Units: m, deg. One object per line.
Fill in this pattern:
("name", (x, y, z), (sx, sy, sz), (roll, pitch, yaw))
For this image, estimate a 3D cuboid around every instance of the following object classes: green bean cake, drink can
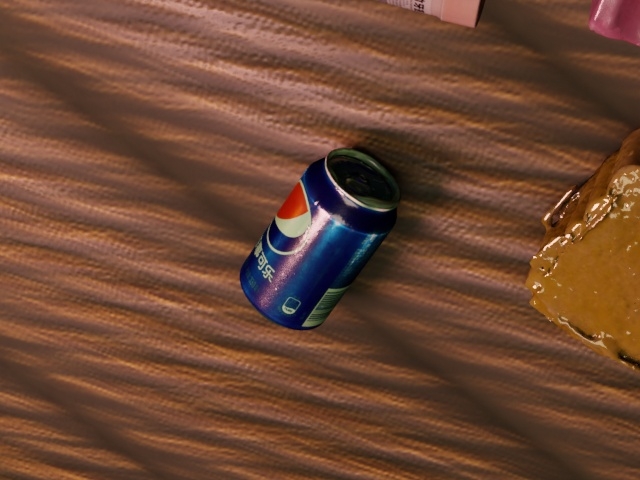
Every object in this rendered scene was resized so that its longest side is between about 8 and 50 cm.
("green bean cake", (0.355, 0.015, 1.550), (0.224, 0.131, 0.229), (34, 126, -4))
("drink can", (0.000, 0.000, 1.647), (0.118, 0.118, 0.205), (32, 122, -5))

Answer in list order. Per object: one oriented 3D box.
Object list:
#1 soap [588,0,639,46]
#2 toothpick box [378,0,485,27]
("soap", (0.361, -0.348, 1.265), (0.128, 0.233, 0.359), (23, 124, 3))
("toothpick box", (0.094, -0.275, 1.463), (0.149, 0.098, 0.098), (15, 123, 7))
